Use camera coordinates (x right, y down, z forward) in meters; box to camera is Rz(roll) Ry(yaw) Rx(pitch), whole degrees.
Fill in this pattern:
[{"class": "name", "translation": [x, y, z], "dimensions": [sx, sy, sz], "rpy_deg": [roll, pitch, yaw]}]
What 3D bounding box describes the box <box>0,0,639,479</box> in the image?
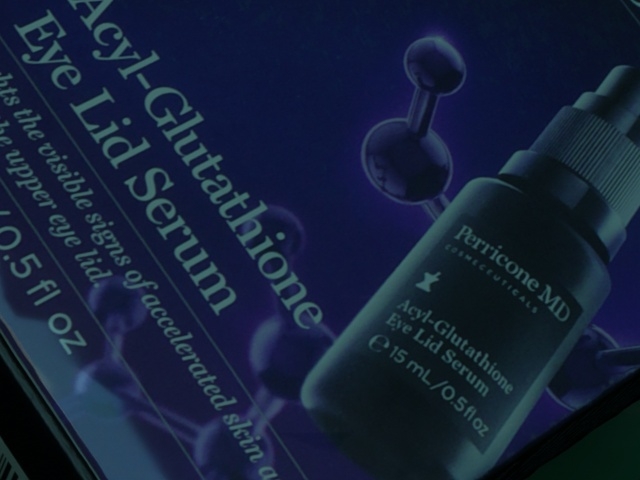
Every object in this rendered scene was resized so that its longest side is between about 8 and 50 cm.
[{"class": "box", "translation": [0.000, 0.000, 0.464], "dimensions": [0.207, 0.108, 0.153], "rpy_deg": [-31, 77, -27]}]
